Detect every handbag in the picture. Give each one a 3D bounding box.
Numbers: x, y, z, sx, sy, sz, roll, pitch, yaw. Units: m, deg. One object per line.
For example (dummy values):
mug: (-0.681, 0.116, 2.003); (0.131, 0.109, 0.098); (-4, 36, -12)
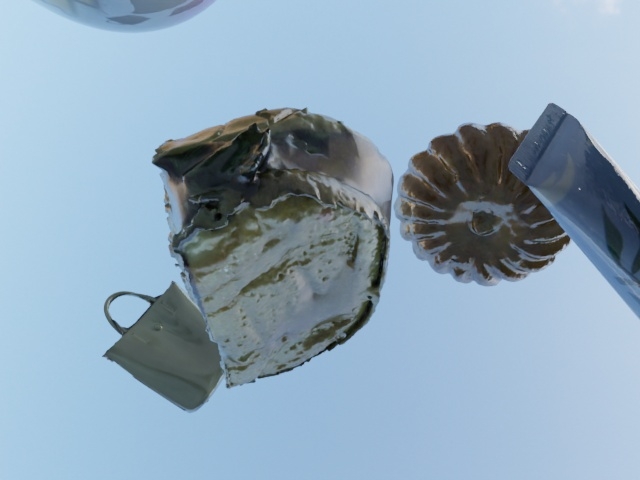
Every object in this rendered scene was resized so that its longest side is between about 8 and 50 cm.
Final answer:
handbag: (-0.342, 0.217, 1.083); (0.315, 0.109, 0.241); (44, -137, -9)

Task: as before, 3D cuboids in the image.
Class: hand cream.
hand cream: (0.235, 0.023, 0.341); (0.271, 0.058, 0.091); (47, -120, -7)

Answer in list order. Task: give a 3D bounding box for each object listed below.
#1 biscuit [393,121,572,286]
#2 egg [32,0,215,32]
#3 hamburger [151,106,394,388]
biscuit: (0.291, -0.048, 0.865); (0.326, 0.325, 0.107); (7, -148, 18)
egg: (-0.160, -0.251, 0.279); (0.271, 0.196, 0.196); (39, -101, -17)
hamburger: (-0.025, 0.008, 0.441); (0.211, 0.308, 0.132); (-18, -128, -16)
